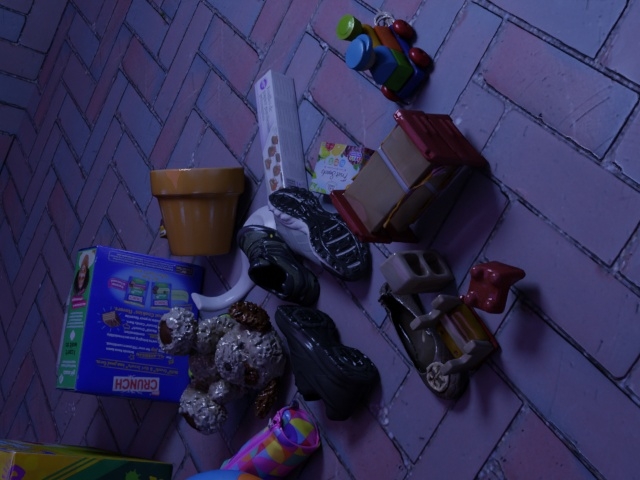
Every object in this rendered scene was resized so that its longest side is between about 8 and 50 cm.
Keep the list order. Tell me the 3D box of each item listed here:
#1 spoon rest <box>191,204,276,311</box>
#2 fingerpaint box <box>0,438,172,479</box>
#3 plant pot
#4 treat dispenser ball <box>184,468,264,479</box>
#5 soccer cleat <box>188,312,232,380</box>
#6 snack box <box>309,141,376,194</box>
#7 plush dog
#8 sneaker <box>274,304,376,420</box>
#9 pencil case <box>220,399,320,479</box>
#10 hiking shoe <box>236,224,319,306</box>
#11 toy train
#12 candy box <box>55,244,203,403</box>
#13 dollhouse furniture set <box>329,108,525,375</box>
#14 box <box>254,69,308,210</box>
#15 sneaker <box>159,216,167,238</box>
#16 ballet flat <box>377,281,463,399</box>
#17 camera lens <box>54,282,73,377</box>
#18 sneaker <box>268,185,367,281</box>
[{"bbox_3d":[-0.154,0.041,1.961,0.276,0.084,0.137,-49,43,12],"label":"spoon rest"},{"bbox_3d":[-0.611,0.553,2.131,0.444,0.371,0.163,-8,72,52],"label":"fingerpaint box"},{"bbox_3d":[-0.265,-0.063,2.051,0.205,0.205,0.188,2,96,54],"label":"plant pot"},{"bbox_3d":[-0.167,0.539,1.602,0.288,0.288,0.288,-23,60,48],"label":"treat dispenser ball"},{"bbox_3d":[-0.241,0.221,2.018,0.179,0.060,0.072,-61,25,20],"label":"soccer cleat"},{"bbox_3d":[0.042,-0.130,1.774,0.141,0.037,0.100,15,92,54],"label":"snack box"},{"bbox_3d":[-0.163,0.232,1.841,0.225,0.210,0.262,-9,99,37],"label":"plush dog"},{"bbox_3d":[-0.015,0.213,1.678,0.286,0.109,0.130,46,121,52],"label":"sneaker"},{"bbox_3d":[-0.099,0.395,1.726,0.236,0.104,0.104,-49,43,33],"label":"pencil case"},{"bbox_3d":[-0.101,0.038,1.809,0.227,0.114,0.086,42,108,33],"label":"hiking shoe"},{"bbox_3d":[0.088,-0.373,1.707,0.105,0.143,0.248,-50,43,30],"label":"toy train"},{"bbox_3d":[-0.419,0.193,2.086,0.122,0.268,0.317,-13,68,54],"label":"candy box"},{"bbox_3d":[0.198,-0.004,1.461,0.201,0.152,0.374,-49,60,31],"label":"dollhouse furniture set"},{"bbox_3d":[-0.081,-0.204,1.945,0.063,0.067,0.324,-36,52,41],"label":"box"},{"bbox_3d":[-0.329,-0.058,2.224,0.185,0.069,0.084,-18,69,48],"label":"sneaker"},{"bbox_3d":[0.154,0.153,1.503,0.084,0.058,0.250,-54,40,28],"label":"ballet flat"},{"bbox_3d":[-0.505,0.223,2.231,0.219,0.219,0.274,-9,71,52],"label":"camera lens"},{"bbox_3d":[0.000,0.000,1.754,0.271,0.100,0.108,43,148,43],"label":"sneaker"}]
